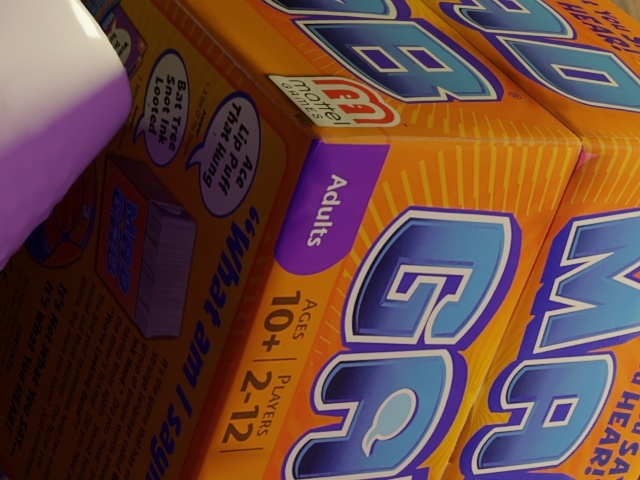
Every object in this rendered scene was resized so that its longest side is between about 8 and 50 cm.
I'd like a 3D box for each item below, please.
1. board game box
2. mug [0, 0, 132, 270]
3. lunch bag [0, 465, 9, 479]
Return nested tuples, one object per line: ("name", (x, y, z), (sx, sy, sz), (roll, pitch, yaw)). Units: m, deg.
("board game box", (0.000, 0.000, 1.204), (0.356, 0.356, 0.357), (-1, 124, -35))
("mug", (-0.337, -0.066, 0.949), (0.374, 0.276, 0.328), (44, 74, -18))
("lunch bag", (-0.151, 0.227, 1.355), (0.305, 0.213, 0.256), (-1, 137, -33))
